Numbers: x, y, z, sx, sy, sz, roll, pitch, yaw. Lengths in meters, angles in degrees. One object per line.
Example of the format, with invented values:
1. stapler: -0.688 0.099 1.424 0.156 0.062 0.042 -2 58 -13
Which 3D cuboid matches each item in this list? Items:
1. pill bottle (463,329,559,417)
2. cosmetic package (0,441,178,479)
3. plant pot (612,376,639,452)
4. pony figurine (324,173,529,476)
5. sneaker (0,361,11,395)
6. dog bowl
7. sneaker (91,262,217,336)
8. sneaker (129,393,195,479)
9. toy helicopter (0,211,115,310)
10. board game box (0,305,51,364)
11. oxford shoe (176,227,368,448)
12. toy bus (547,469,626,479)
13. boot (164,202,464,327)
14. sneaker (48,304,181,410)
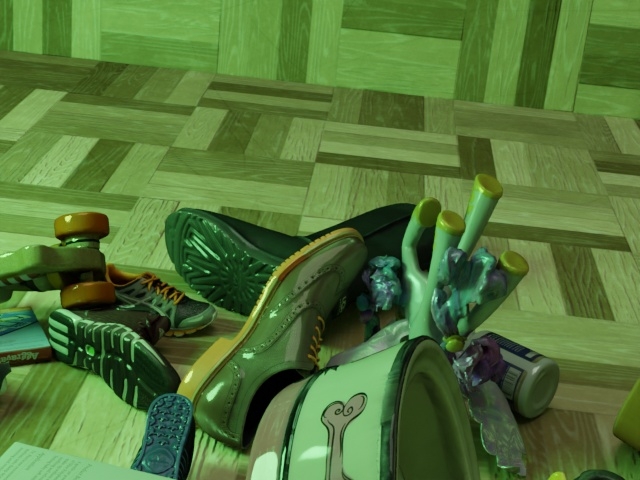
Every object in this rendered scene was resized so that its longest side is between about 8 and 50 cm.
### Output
1. pill bottle: 0.264 0.191 1.786 0.169 0.094 0.094 25 30 38
2. cosmetic package: -0.196 0.351 1.221 0.365 0.155 0.197 12 24 13
3. plant pot: 0.566 0.212 1.615 0.203 0.291 0.291 39 36 24
4. pony figurine: 0.159 0.130 1.657 0.303 0.363 0.351 13 34 -15
5. sneaker: -0.486 0.199 1.589 0.153 0.094 0.235 -12 17 -19
6. dog bowl: 0.053 0.300 1.132 0.150 0.408 0.408 -7 19 16
7. sneaker: -0.269 0.094 1.908 0.215 0.083 0.084 10 22 8
8. sneaker: -0.203 0.300 1.453 0.081 0.090 0.232 11 45 10
9. toy helicopter: -0.498 0.046 1.799 0.355 0.140 0.235 1 -13 -40
10. board game box: -0.556 0.153 1.770 0.281 0.027 0.145 -5 26 -24
11. oxford shoe: -0.035 0.138 1.663 0.133 0.130 0.363 30 72 33
12. toy bus: 0.338 0.382 1.309 0.220 0.149 0.211 12 37 9
13. boot: 0.002 0.001 2.104 0.367 0.146 0.445 30 35 29
14. sneaker: -0.260 0.151 1.751 0.281 0.106 0.162 24 26 38
